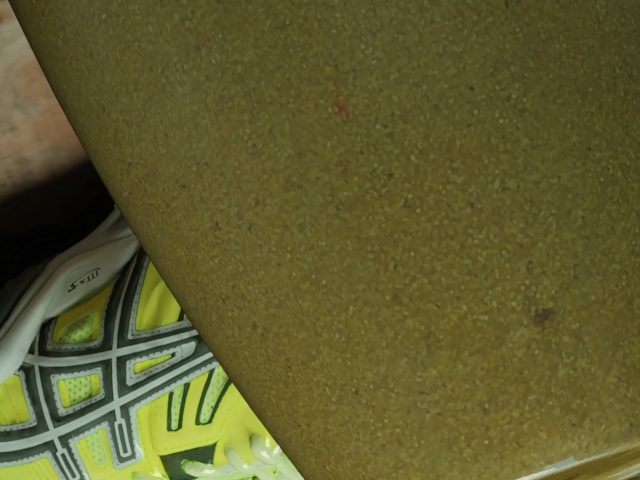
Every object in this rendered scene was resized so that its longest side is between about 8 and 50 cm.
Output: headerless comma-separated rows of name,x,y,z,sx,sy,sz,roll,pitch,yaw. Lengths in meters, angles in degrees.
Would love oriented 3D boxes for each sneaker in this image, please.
sneaker,-0.065,0.068,0.716,0.145,0.147,0.385,15,121,-46

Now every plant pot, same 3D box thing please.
plant pot,0.027,-0.035,0.517,0.237,0.254,0.237,-17,164,-5

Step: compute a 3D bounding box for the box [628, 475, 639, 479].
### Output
box,0.105,0.146,0.913,0.294,0.296,0.183,-22,153,7
